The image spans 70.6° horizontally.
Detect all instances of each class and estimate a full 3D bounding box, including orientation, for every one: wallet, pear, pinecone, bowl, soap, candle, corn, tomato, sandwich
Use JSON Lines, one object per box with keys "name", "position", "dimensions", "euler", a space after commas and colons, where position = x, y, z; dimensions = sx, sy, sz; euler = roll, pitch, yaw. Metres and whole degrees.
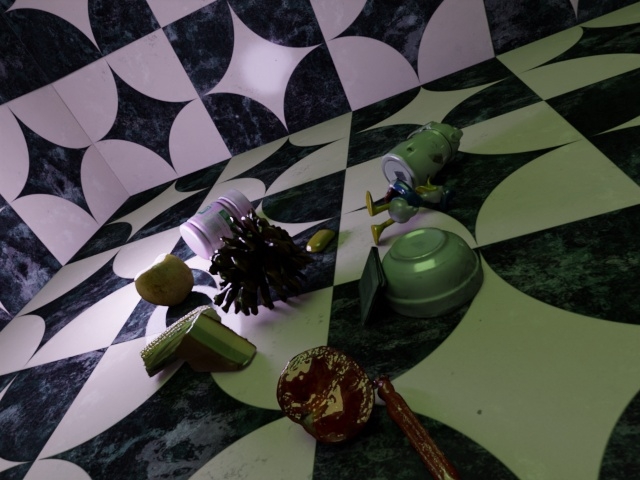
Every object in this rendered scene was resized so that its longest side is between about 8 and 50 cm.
{"name": "wallet", "position": [0.154, 0.138, 1.379], "dimensions": [0.036, 0.167, 0.222], "euler": [10, 30, -7]}
{"name": "pear", "position": [-0.656, 0.181, 1.926], "dimensions": [0.229, 0.211, 0.188], "euler": [-40, 10, 0]}
{"name": "pinecone", "position": [-0.235, 0.102, 1.583], "dimensions": [0.385, 0.384, 0.384], "euler": [-20, 29, 12]}
{"name": "bowl", "position": [0.316, 0.073, 1.363], "dimensions": [0.308, 0.163, 0.307], "euler": [-21, 26, 11]}
{"name": "soap", "position": [0.000, -0.001, 1.849], "dimensions": [0.089, 0.045, 0.140], "euler": [6, 41, 39]}
{"name": "candle", "position": [0.200, 0.414, 0.997], "dimensions": [0.051, 0.048, 0.329], "euler": [-66, 26, 13]}
{"name": "corn", "position": [-0.488, 0.350, 1.591], "dimensions": [0.305, 0.122, 0.123], "euler": [-37, 38, -19]}
{"name": "tomato", "position": [0.017, 0.380, 1.108], "dimensions": [0.233, 0.139, 0.200], "euler": [35, 67, 20]}
{"name": "sandwich", "position": [-0.346, 0.360, 1.474], "dimensions": [0.186, 0.220, 0.108], "euler": [-51, 10, 43]}

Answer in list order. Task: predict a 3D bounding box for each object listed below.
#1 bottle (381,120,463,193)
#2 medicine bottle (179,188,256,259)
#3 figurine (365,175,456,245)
{"name": "bottle", "position": [0.439, -0.369, 1.922], "dimensions": [0.352, 0.229, 0.229], "euler": [-41, 32, -20]}
{"name": "medicine bottle", "position": [-0.494, -0.080, 2.209], "dimensions": [0.212, 0.212, 0.325], "euler": [10, 44, 48]}
{"name": "figurine", "position": [0.346, -0.139, 1.730], "dimensions": [0.339, 0.204, 0.283], "euler": [-11, 23, 3]}
